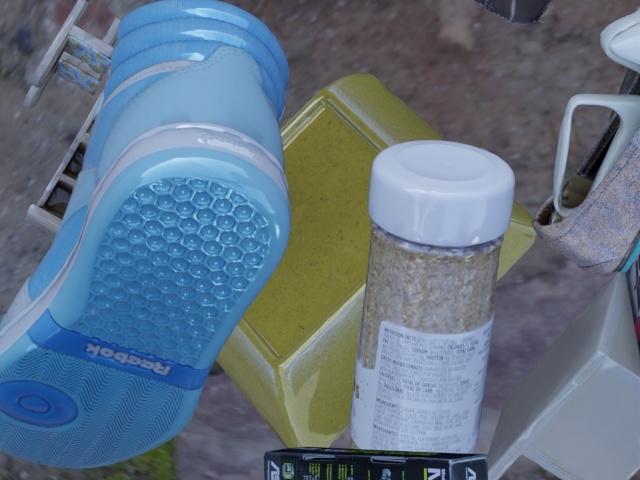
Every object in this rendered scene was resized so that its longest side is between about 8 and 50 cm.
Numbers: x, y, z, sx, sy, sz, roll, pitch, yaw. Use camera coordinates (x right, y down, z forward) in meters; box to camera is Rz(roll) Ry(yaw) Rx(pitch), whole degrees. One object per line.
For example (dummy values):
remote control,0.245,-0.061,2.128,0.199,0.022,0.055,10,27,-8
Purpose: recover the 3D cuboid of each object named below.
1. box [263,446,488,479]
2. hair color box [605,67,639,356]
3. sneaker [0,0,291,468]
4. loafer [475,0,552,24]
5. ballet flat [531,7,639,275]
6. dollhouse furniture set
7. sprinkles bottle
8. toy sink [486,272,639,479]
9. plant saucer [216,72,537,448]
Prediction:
box,0.038,0.239,1.154,0.045,0.184,0.190,1,85,-47
hair color box,0.383,-0.047,1.713,0.114,0.185,0.374,8,42,-6
sneaker,-0.105,-0.011,1.000,0.127,0.319,0.208,23,45,-20
loafer,0.108,-0.283,1.486,0.134,0.366,0.130,7,111,-20
ballet flat,0.264,-0.116,1.371,0.106,0.107,0.316,22,109,-5
dollhouse furniture set,-0.195,-0.086,1.650,0.212,0.242,0.161,30,73,-7
sprinkles bottle,0.090,0.095,1.469,0.121,0.121,0.355,-3,116,-16
toy sink,0.299,0.180,1.812,0.131,0.234,0.153,33,36,-3
plant saucer,0.000,0.000,1.709,0.333,0.333,0.081,-44,139,1
